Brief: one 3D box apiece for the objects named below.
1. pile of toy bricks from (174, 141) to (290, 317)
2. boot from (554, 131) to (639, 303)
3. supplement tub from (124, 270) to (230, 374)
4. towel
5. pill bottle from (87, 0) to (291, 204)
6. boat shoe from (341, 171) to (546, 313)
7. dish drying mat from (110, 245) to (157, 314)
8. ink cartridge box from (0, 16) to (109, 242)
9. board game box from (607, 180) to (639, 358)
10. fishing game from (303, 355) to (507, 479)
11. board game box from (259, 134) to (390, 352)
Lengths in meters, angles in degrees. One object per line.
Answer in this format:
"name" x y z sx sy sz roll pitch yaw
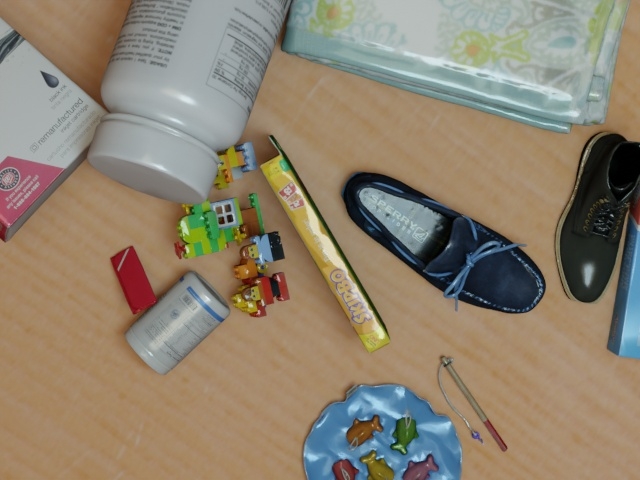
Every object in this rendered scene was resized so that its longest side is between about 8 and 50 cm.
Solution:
"pile of toy bricks" -0.115 -0.010 1.649 0.105 0.118 0.212 -14 93 -19
"boot" 0.311 -0.023 1.650 0.077 0.137 0.197 5 95 -1
"supplement tub" -0.161 0.093 1.686 0.107 0.071 0.071 -43 93 3
"towel" 0.172 -0.313 1.656 0.375 0.090 0.320 15 91 -2
"pill bottle" -0.139 -0.193 1.589 0.160 0.160 0.283 20 77 -2
"boat shoe" 0.135 0.014 1.674 0.258 0.089 0.109 24 94 -2
"dish drying mat" -0.213 0.045 1.689 0.032 0.008 0.083 -28 56 0
"ink cartridge box" -0.375 -0.144 1.632 0.237 0.100 0.172 42 74 -3
"board game box" 0.504 0.033 1.693 0.317 0.064 0.242 7 94 -1
"fishing game" 0.074 0.256 1.717 0.264 0.041 0.189 -33 96 1
"board game box" 0.000 0.000 1.654 0.039 0.124 0.259 -28 94 2
